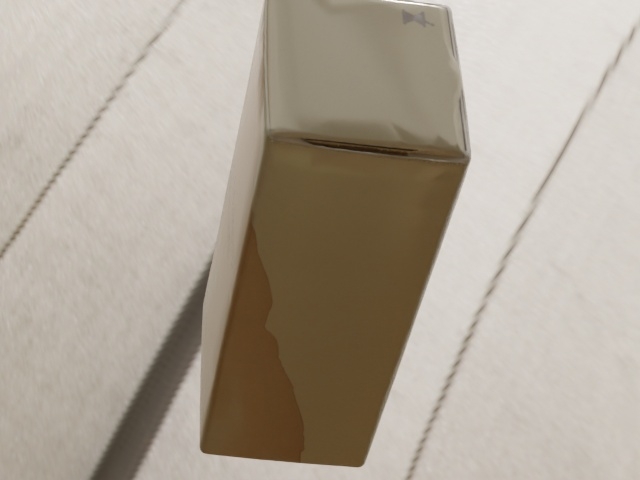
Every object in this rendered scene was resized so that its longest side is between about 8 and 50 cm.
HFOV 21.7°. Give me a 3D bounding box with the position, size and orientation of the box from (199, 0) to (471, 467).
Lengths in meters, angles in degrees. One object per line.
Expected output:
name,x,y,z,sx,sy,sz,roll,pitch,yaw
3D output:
box,0.000,0.000,1.087,0.121,0.148,0.311,6,-44,-8
